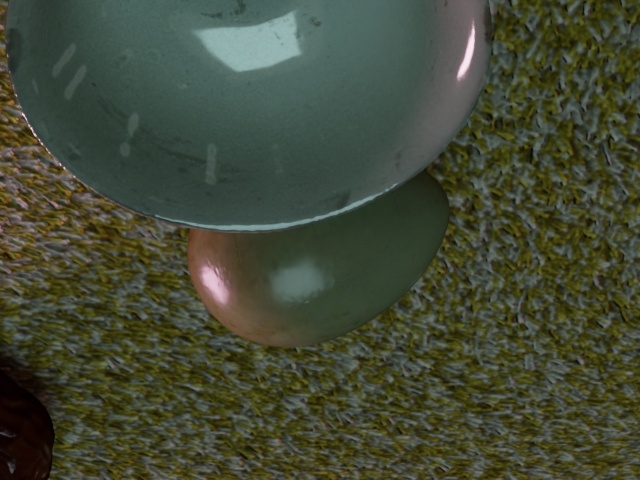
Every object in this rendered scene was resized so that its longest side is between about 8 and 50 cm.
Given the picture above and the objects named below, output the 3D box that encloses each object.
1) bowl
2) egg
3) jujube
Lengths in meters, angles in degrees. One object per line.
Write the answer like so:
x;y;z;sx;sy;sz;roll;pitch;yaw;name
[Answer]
-0.070;-0.225;1.254;0.435;0.196;0.434;-4;136;-4;bowl
0.000;0.000;1.463;0.296;0.218;0.218;-14;133;-3;egg
-0.447;0.234;1.670;0.174;0.174;0.250;-27;127;19;jujube
